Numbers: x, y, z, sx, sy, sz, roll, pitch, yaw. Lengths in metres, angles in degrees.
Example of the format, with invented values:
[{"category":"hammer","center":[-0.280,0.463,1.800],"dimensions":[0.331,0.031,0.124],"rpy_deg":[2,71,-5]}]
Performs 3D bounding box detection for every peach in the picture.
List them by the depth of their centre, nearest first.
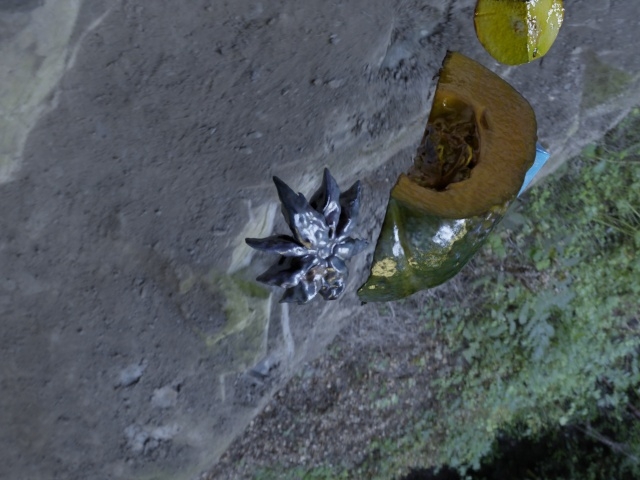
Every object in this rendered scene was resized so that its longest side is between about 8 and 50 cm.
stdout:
[{"category":"peach","center":[0.324,-0.367,1.138],"dimensions":[0.151,0.118,0.151],"rpy_deg":[-10,118,-19]}]

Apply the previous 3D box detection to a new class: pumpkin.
[{"category":"pumpkin","center":[0.123,-0.036,0.644],"dimensions":[0.111,0.279,0.163],"rpy_deg":[20,138,6]}]

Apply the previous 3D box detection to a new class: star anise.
[{"category":"star anise","center":[0.000,0.000,0.812],"dimensions":[0.061,0.180,0.205],"rpy_deg":[29,134,40]}]

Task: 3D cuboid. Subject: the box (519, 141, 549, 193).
[{"category":"box","center":[0.292,-0.116,1.244],"dimensions":[0.083,0.143,0.232],"rpy_deg":[7,128,-34]}]
